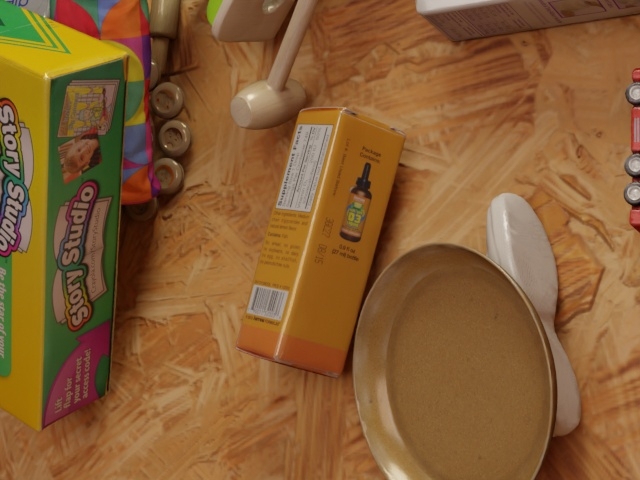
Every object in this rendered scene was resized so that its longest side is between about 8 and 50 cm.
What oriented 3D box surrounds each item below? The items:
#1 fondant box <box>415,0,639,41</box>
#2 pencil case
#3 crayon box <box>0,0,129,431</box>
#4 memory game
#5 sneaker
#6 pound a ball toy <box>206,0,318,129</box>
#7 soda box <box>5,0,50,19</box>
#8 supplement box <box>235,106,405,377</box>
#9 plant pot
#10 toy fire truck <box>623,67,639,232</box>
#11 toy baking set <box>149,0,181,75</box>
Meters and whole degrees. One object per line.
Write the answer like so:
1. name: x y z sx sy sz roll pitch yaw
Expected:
1. fondant box: 0.248 -0.318 1.193 0.330 0.096 0.238 -5 78 25
2. pencil case: -0.203 -0.151 1.311 0.104 0.104 0.236 8 106 26
3. crayon box: -0.334 -0.048 1.312 0.313 0.106 0.363 25 123 28
4. memory game: -0.212 -0.103 1.395 0.186 0.012 0.186 0 90 22
5. sneaker: 0.154 0.067 1.176 0.094 0.080 0.212 -18 71 37
6. pound a ball toy: -0.024 -0.287 1.276 0.208 0.136 0.319 45 123 23
7. soda box: -0.380 -0.248 1.417 0.286 0.091 0.098 3 73 18
8. supplement box: 0.000 0.000 1.246 0.080 0.078 0.233 12 84 56
9. plant pot: 0.114 0.119 1.156 0.236 0.032 0.236 4 95 51
10. toy fire truck: 0.321 -0.053 1.130 0.135 0.047 0.192 -1 78 25
11. toy baking set: -0.229 -0.231 1.439 0.197 0.030 0.256 -2 81 27
